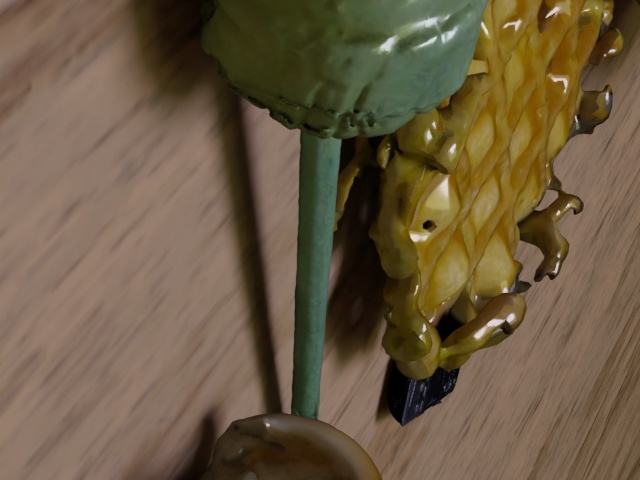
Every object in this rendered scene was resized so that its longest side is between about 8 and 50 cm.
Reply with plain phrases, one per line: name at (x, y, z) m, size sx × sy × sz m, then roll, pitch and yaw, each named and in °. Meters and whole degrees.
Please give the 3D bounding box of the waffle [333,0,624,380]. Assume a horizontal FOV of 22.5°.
waffle at (0.088, -0.078, 0.720) m, size 0.262 × 0.060 × 0.280 m, roll -15°, pitch 116°, yaw -64°

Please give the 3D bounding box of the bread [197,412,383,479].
bread at (-0.023, 0.143, 0.578) m, size 0.119 × 0.084 × 0.177 m, roll -54°, pitch 156°, yaw -41°

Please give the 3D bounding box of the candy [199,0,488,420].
candy at (0.000, 0.000, 0.566) m, size 0.092 × 0.093 × 0.335 m, roll -14°, pitch 142°, yaw -16°

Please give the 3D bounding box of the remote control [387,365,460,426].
remote control at (0.054, 0.067, 0.812) m, size 0.096 × 0.014 × 0.039 m, roll -14°, pitch 118°, yaw -68°

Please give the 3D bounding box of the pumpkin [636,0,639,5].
pumpkin at (0.310, -0.215, 0.923) m, size 0.327 × 0.257 × 0.291 m, roll -62°, pitch 164°, yaw -16°
